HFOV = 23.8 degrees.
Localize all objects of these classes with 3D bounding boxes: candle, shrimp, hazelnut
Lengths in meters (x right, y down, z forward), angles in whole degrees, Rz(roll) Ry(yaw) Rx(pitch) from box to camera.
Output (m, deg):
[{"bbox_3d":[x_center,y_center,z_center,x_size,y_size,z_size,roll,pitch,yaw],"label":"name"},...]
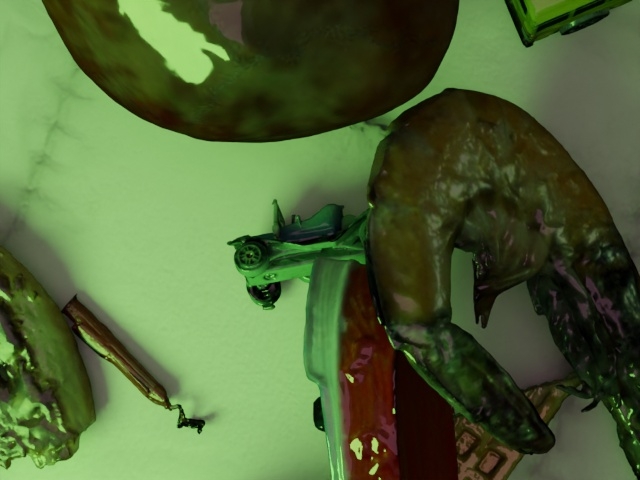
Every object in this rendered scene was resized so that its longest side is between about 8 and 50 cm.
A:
[{"bbox_3d":[-0.169,0.116,1.362,0.167,0.021,0.026,44,70,4],"label":"candle"},{"bbox_3d":[0.190,0.081,1.255,0.272,0.085,0.445,-38,97,-39],"label":"shrimp"},{"bbox_3d":[-0.065,-0.231,1.204,0.366,0.366,0.366,0,89,3],"label":"hazelnut"}]

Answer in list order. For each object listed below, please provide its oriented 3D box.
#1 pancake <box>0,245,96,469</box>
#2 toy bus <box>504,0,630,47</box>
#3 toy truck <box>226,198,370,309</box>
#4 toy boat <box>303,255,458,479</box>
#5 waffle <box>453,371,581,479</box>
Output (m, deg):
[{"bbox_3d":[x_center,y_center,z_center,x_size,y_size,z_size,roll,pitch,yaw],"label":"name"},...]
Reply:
[{"bbox_3d":[-0.332,0.122,1.367,0.266,0.057,0.244,42,101,7],"label":"pancake"},{"bbox_3d":[0.272,-0.273,1.275,0.262,0.150,0.128,-23,87,5],"label":"toy bus"},{"bbox_3d":[-0.001,0.000,1.334,0.154,0.080,0.078,-12,62,3],"label":"toy truck"},{"bbox_3d":[0.032,0.177,1.266,0.133,0.145,0.332,-4,91,27],"label":"toy boat"},{"bbox_3d":[0.141,0.147,1.342,0.125,0.032,0.191,35,89,7],"label":"waffle"}]
